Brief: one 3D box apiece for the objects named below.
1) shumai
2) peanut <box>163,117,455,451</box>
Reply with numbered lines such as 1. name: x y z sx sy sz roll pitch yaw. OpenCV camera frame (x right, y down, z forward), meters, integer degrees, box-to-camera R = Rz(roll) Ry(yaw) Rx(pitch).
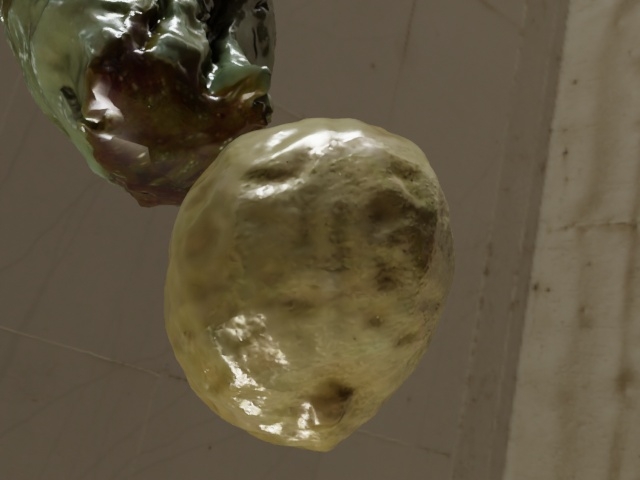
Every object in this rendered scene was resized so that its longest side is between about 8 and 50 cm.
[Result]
1. shumai: -0.179 -0.206 0.862 0.324 0.323 0.397 -19 -46 -7
2. peanut: -0.004 0.021 0.372 0.141 0.109 0.159 -1 -83 -10
